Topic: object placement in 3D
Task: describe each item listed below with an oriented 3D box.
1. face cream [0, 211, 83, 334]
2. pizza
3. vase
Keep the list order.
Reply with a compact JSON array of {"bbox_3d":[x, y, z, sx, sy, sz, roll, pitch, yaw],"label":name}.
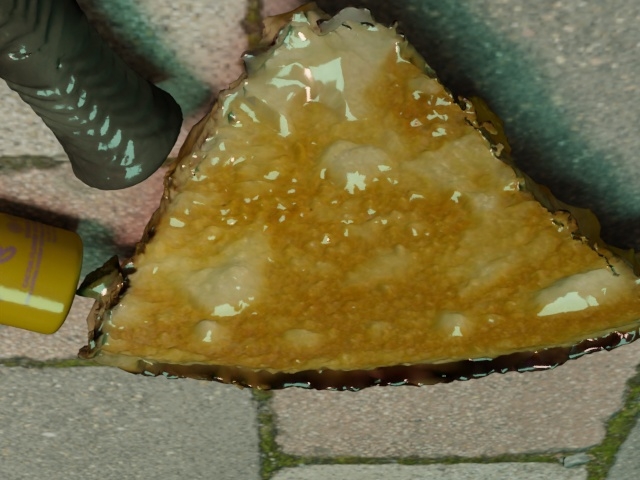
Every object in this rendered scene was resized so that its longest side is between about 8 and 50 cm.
[{"bbox_3d":[-0.304,-0.002,0.914,0.273,0.078,0.078,16,140,-22],"label":"face cream"},{"bbox_3d":[0.004,0.020,0.960,0.392,0.080,0.435,-26,136,29],"label":"pizza"},{"bbox_3d":[-0.166,-0.119,0.750,0.115,0.115,0.237,-15,144,17],"label":"vase"}]
